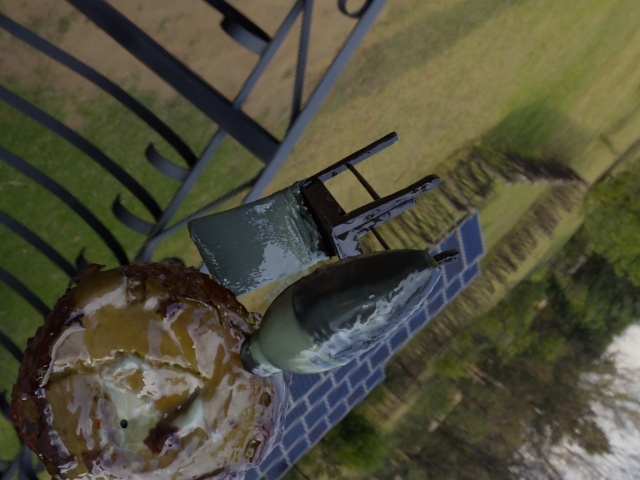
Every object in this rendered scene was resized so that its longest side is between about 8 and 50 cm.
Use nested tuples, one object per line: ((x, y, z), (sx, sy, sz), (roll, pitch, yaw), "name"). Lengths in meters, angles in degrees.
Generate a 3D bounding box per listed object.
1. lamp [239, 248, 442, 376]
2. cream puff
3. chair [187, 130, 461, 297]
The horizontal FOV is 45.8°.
((0.013, 0.074, 0.760), (0.250, 0.101, 0.101), (-34, 172, 31), "lamp")
((-0.216, 0.191, 0.973), (0.350, 0.350, 0.229), (-46, -170, -11), "cream puff")
((0.000, 0.000, 1.020), (0.319, 0.186, 0.160), (-26, 128, -4), "chair")
